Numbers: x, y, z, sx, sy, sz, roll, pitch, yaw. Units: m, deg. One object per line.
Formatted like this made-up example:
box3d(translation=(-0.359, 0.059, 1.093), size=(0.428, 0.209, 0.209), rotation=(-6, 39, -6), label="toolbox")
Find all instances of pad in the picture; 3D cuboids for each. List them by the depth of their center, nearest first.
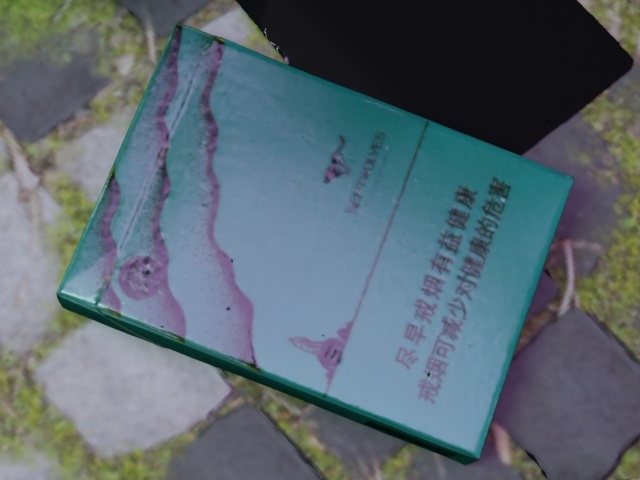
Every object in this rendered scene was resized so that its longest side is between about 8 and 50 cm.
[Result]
box3d(translation=(0.043, -0.145, 0.800), size=(0.163, 0.004, 0.243), rotation=(-37, 81, -16), label="pad")

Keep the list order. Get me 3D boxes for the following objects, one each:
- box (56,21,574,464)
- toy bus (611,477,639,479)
box3d(translation=(0.000, 0.000, 0.728), size=(0.226, 0.042, 0.161), rotation=(21, 74, -1), label="box")
box3d(translation=(0.163, 0.242, 0.646), size=(0.092, 0.106, 0.268), rotation=(-6, 75, -7), label="toy bus")
